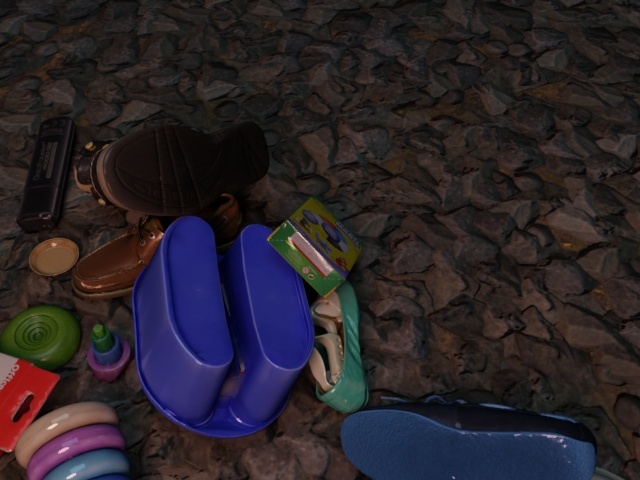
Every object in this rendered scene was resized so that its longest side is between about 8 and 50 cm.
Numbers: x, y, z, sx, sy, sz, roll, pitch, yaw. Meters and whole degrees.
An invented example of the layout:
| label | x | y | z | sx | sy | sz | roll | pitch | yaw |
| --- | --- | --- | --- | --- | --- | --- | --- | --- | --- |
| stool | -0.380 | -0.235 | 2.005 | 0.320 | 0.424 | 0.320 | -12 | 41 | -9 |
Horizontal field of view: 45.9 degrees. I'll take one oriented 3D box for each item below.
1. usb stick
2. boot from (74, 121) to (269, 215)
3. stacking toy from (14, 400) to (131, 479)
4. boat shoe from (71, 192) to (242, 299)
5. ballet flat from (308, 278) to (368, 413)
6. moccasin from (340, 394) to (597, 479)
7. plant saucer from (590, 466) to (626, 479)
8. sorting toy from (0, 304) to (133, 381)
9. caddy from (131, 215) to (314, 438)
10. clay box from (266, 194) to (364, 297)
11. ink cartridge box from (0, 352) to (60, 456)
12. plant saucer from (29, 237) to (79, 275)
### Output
| label | x | y | z | sx | sy | sz | roll | pitch | yaw |
| --- | --- | --- | --- | --- | --- | --- | --- | --- | --- |
| usb stick | -0.513 | -0.130 | 1.424 | 0.077 | 0.045 | 0.278 | -7 | 51 | 2 |
| boot | -0.293 | -0.115 | 1.239 | 0.284 | 0.138 | 0.377 | -3 | 14 | 31 |
| stacking toy | -0.272 | 0.374 | 0.959 | 0.141 | 0.141 | 0.330 | -23 | 59 | -19 |
| boat shoe | -0.281 | -0.004 | 1.283 | 0.307 | 0.104 | 0.111 | -25 | 55 | -20 |
| ballet flat | 0.017 | 0.145 | 1.168 | 0.087 | 0.083 | 0.247 | 25 | 42 | -36 |
| moccasin | 0.198 | 0.285 | 1.029 | 0.342 | 0.137 | 0.117 | 3 | 9 | 27 |
| plant saucer | 0.319 | 0.442 | 0.929 | 0.400 | 0.100 | 0.400 | 0 | 51 | 0 |
| sorting toy | -0.468 | 0.118 | 1.165 | 0.365 | 0.126 | 0.127 | 14 | 51 | 11 |
| caddy | -0.153 | 0.125 | 1.137 | 0.241 | 0.179 | 0.341 | 7 | 46 | -25 |
| clay box | 0.000 | 0.000 | 1.222 | 0.127 | 0.053 | 0.222 | 46 | 20 | -3 |
| ink cartridge box | -0.503 | 0.231 | 1.099 | 0.231 | 0.078 | 0.134 | 16 | 52 | 12 |
| plant saucer | -0.459 | 0.032 | 1.307 | 0.083 | 0.015 | 0.083 | 1 | 50 | -1 |
